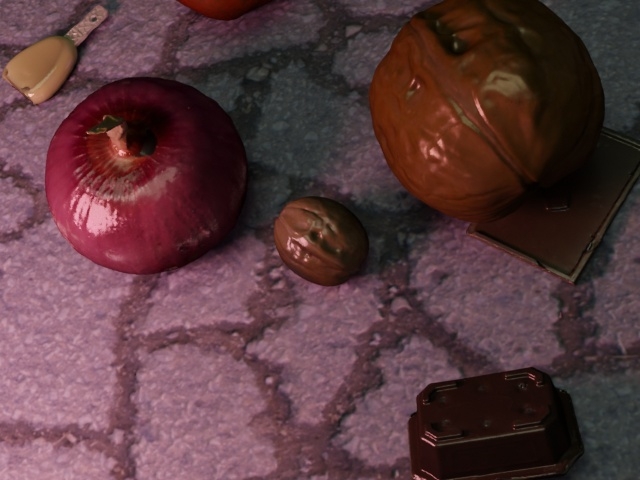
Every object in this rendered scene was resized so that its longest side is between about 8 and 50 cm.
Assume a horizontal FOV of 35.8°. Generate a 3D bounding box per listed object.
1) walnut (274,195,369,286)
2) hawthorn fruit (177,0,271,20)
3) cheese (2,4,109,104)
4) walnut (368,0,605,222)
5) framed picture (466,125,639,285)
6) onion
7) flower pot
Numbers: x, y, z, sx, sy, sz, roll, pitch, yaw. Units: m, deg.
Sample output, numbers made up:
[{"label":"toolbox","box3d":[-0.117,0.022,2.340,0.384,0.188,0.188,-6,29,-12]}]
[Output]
[{"label":"walnut","box3d":[0.000,0.000,1.646,0.162,0.140,0.140,33,75,-4]},{"label":"hawthorn fruit","box3d":[-0.193,-0.580,1.898,0.277,0.298,0.277,-8,64,16]},{"label":"cheese","box3d":[-0.534,-0.393,2.045,0.127,0.054,0.251,38,79,25]},{"label":"walnut","box3d":[0.252,-0.219,1.568,0.354,0.308,0.398,-36,44,8]},{"label":"framed picture","box3d":[0.395,-0.083,1.639,0.209,0.019,0.281,29,75,27]},{"label":"onion","box3d":[-0.296,-0.134,1.711,0.358,0.345,0.358,10,44,-9]},{"label":"flower pot","box3d":[0.243,0.261,1.439,0.251,0.084,0.179,-12,36,11]}]
